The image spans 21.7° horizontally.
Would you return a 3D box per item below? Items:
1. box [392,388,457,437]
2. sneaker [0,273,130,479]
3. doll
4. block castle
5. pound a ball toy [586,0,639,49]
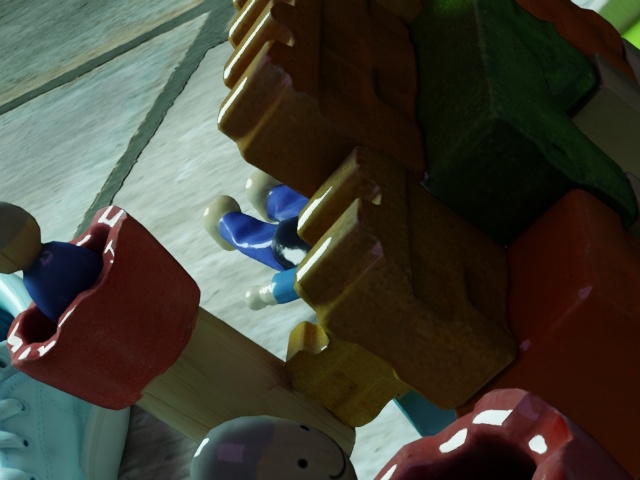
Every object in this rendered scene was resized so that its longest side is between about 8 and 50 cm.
[{"bbox_3d":[0.082,0.056,0.802,0.100,0.060,0.244,-37,24,-2],"label":"box"},{"bbox_3d":[-0.192,0.131,0.919,0.135,0.150,0.366,-34,24,6],"label":"sneaker"},{"bbox_3d":[0.000,0.000,1.033,0.129,0.046,0.189,-36,28,-24],"label":"doll"},{"bbox_3d":[-0.007,0.066,0.545,0.303,0.213,0.453,-46,21,23],"label":"block castle"},{"bbox_3d":[0.257,-0.092,0.734,0.319,0.136,0.208,-46,29,16],"label":"pound a ball toy"}]
